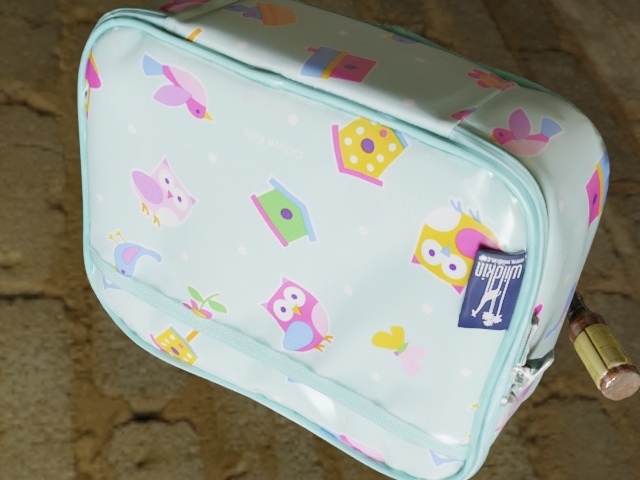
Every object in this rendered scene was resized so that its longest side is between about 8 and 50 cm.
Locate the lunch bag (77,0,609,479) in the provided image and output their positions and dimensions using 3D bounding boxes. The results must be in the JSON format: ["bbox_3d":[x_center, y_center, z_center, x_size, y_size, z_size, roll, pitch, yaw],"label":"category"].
[{"bbox_3d":[0.000,0.000,0.518,0.279,0.108,0.224,26,126,22],"label":"lunch bag"}]

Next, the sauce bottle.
[{"bbox_3d":[0.269,0.098,0.949,0.128,0.042,0.042,-105,22,-51],"label":"sauce bottle"}]
